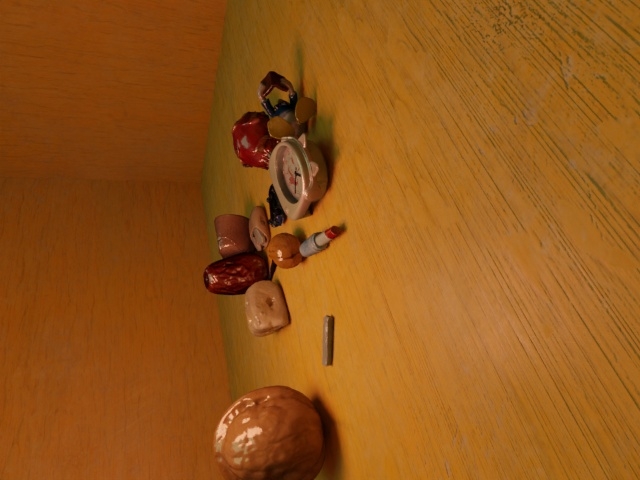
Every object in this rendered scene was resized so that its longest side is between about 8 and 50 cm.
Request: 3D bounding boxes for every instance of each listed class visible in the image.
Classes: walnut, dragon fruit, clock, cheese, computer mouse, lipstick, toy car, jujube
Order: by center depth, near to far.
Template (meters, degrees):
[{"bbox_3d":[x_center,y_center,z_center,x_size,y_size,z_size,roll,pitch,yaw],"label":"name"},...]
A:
[{"bbox_3d":[0.000,0.000,1.449,0.274,0.061,0.068,146,121,-63],"label":"lipstick"},{"bbox_3d":[-0.073,-0.239,1.493,0.324,0.108,0.265,-42,66,60],"label":"clock"},{"bbox_3d":[-0.167,0.716,1.499,0.383,0.383,0.384,178,90,-66],"label":"walnut"},{"bbox_3d":[-0.141,0.039,1.679,0.180,0.144,0.144,-169,78,-70],"label":"walnut"},{"bbox_3d":[-0.287,-0.446,1.880,0.315,0.250,0.250,65,151,10],"label":"dragon fruit"},{"bbox_3d":[-0.201,-0.160,1.891,0.103,0.063,0.216,127,142,-53],"label":"toy car"},{"bbox_3d":[-0.264,0.320,1.939,0.251,0.173,0.248,118,141,-56],"label":"cheese"},{"bbox_3d":[-0.421,0.171,2.098,0.223,0.317,0.223,19,113,56],"label":"jujube"},{"bbox_3d":[-0.320,-0.067,2.143,0.145,0.081,0.237,124,139,-52],"label":"computer mouse"}]

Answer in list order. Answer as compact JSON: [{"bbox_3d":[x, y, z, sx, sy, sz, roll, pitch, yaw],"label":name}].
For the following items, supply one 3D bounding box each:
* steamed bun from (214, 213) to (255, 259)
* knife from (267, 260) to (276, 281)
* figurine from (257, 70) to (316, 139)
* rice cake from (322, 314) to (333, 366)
[{"bbox_3d":[-0.437,-0.005,2.260,0.301,0.199,0.252,64,-169,-68],"label":"steamed bun"},{"bbox_3d":[-0.244,0.157,2.064,0.230,0.028,0.060,110,160,-45],"label":"knife"},{"bbox_3d":[-0.168,-0.510,1.653,0.284,0.204,0.338,63,170,-6],"label":"figurine"},{"bbox_3d":[0.023,0.351,1.456,0.042,0.030,0.180,15,105,60],"label":"rice cake"}]
